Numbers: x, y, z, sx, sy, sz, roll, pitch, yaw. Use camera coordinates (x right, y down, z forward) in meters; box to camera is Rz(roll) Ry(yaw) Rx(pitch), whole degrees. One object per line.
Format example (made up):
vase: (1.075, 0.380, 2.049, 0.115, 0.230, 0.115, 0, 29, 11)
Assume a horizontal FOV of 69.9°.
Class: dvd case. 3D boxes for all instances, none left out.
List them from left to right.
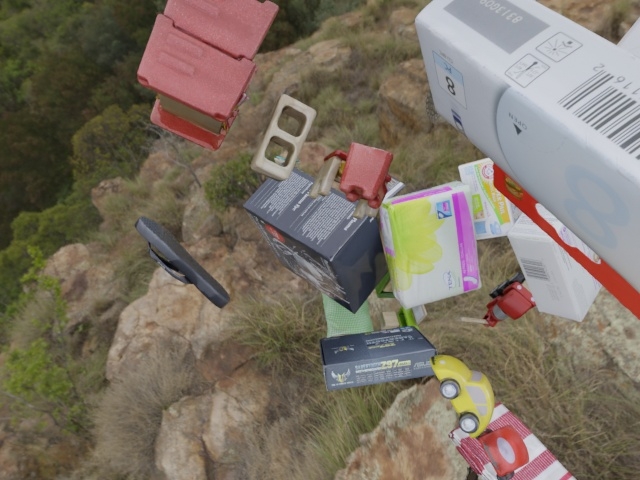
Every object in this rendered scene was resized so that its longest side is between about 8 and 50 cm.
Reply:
dvd case: (0.159, -0.209, 1.555, 0.221, 0.018, 0.164, 37, 48, 16)

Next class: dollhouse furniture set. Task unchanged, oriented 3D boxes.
dollhouse furniture set: (-0.040, -0.174, 0.634, 0.374, 0.201, 0.152, 23, 84, -16)
dollhouse furniture set: (0.168, 0.193, 1.457, 0.302, 0.151, 0.197, 2, 52, -19)

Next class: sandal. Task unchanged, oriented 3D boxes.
sandal: (-0.290, 0.056, 0.944, 0.054, 0.254, 0.097, -40, 18, 0)

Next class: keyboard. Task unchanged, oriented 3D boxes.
keyboard: (0.488, 0.716, 1.423, 0.038, 0.100, 0.192, 29, 43, 11)

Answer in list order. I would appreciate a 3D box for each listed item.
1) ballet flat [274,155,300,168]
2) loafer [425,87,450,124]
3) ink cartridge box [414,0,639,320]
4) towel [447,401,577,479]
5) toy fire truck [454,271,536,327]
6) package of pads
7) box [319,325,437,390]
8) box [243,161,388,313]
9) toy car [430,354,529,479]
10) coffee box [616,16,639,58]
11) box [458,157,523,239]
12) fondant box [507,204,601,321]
ballet flat: (-0.102, -0.232, 1.429, 0.057, 0.168, 0.052, 20, 103, 14)
loafer: (0.261, -0.303, 0.721, 0.092, 0.268, 0.102, 6, 45, -21)
ink cartridge box: (0.257, -0.055, 0.515, 0.091, 0.385, 0.308, -35, 55, 2)
towel: (0.521, 0.588, 1.185, 0.237, 0.037, 0.329, -12, 43, -32)
toy fire truck: (0.619, 0.237, 1.602, 0.158, 0.217, 0.246, 44, 67, 11)
package of pads: (0.283, 0.015, 1.193, 0.229, 0.296, 0.101, -15, 17, -5)
box: (0.117, 0.249, 0.993, 0.233, 0.183, 0.059, -8, 96, -2)
box: (0.000, 0.000, 1.288, 0.312, 0.343, 0.179, 30, 71, 29)
toy car: (0.215, 0.259, 0.512, 0.053, 0.239, 0.225, -30, 28, 11)
coffee box: (0.720, -0.360, 0.950, 0.168, 0.297, 0.119, -54, 54, 14)
box: (0.453, -0.115, 1.190, 0.114, 0.103, 0.203, -12, 94, 47)
fondant box: (0.550, -0.031, 0.973, 0.330, 0.238, 0.096, -46, 31, -21)
